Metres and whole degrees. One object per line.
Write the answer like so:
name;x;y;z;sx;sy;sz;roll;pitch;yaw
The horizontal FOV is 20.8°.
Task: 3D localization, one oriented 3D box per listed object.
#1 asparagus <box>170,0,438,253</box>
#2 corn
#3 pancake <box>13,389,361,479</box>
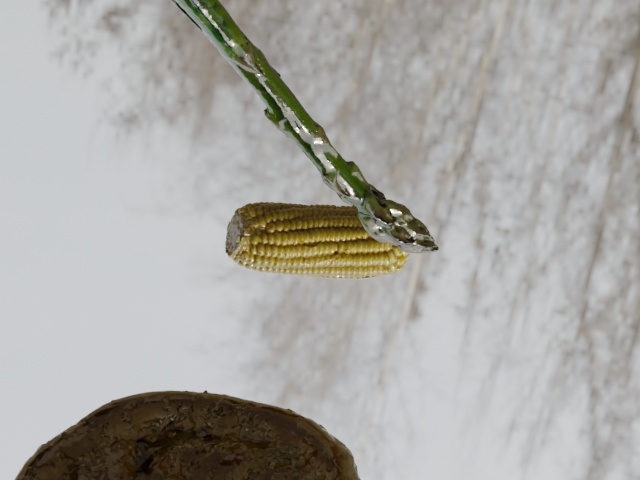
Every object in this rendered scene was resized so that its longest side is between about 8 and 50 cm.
asparagus;-0.014;-0.056;0.707;0.233;0.023;0.022;46;-153;-40
corn;0.000;0.000;0.815;0.092;0.037;0.037;4;-156;-24
pancake;-0.060;0.114;0.721;0.158;0.028;0.158;-5;-140;4
